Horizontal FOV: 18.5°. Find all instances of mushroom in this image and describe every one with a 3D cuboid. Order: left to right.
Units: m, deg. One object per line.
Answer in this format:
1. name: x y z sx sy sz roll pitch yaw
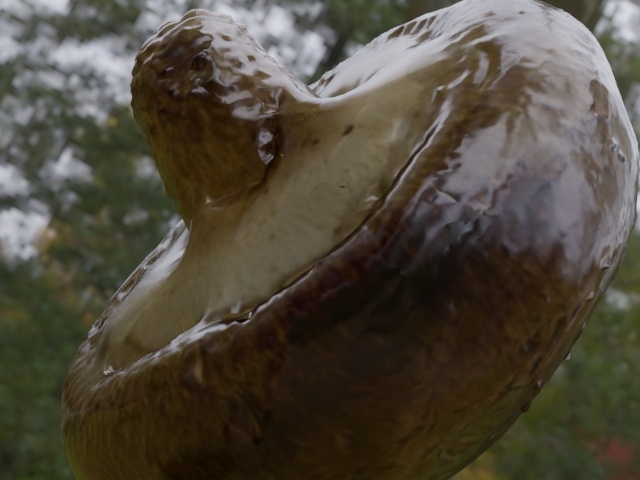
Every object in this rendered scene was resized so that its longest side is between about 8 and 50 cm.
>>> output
1. mushroom: 0.018 0.015 1.025 0.239 0.345 0.345 18 -6 -24
